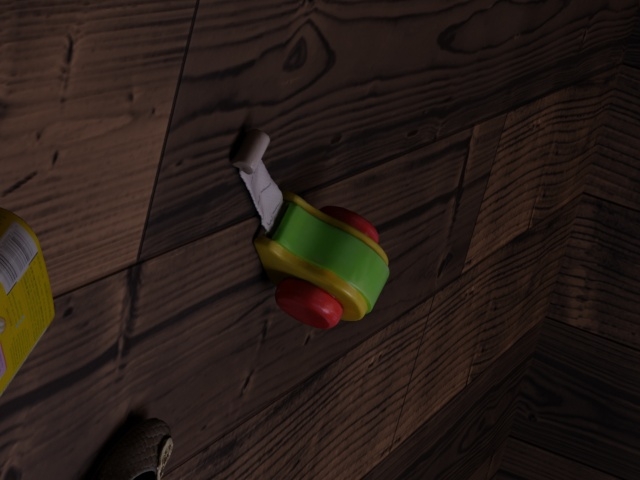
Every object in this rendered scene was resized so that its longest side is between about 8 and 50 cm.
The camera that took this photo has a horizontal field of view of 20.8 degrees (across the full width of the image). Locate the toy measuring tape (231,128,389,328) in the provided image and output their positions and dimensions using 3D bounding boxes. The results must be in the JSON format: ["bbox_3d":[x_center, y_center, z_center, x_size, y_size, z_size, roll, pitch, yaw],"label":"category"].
[{"bbox_3d":[0.000,0.000,1.645,0.121,0.121,0.330,-64,162,-20],"label":"toy measuring tape"}]

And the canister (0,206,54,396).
[{"bbox_3d":[-0.236,0.072,1.071,0.126,0.073,0.170,89,26,-50],"label":"canister"}]

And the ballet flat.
[{"bbox_3d":[-0.182,0.243,1.447,0.250,0.058,0.084,-52,156,-45],"label":"ballet flat"}]
